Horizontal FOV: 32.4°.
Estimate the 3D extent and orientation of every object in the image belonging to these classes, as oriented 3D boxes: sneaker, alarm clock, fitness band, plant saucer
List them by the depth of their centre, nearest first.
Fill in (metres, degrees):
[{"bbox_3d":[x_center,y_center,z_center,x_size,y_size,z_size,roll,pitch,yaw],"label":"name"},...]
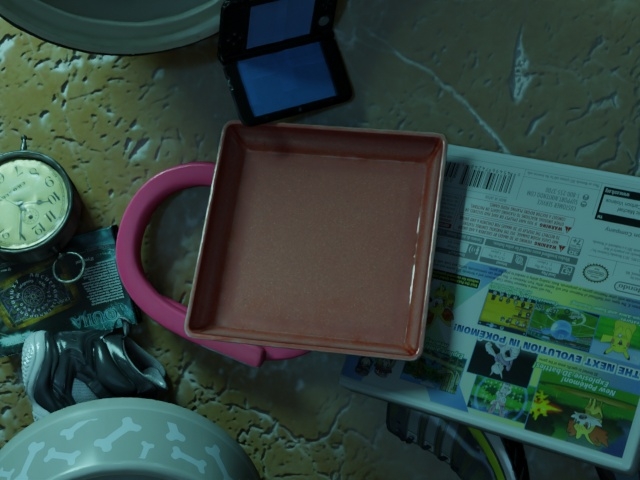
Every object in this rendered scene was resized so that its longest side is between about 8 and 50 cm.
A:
[{"bbox_3d":[0.000,0.000,1.210,0.258,0.048,0.259,5,72,11],"label":"plant saucer"},{"bbox_3d":[0.146,0.211,1.269,0.121,0.111,0.300,-29,83,16],"label":"sneaker"},{"bbox_3d":[-0.099,0.027,1.307,0.290,0.054,0.209,24,95,4],"label":"fitness band"},{"bbox_3d":[-0.342,-0.024,1.310,0.129,0.064,0.192,-36,72,-10],"label":"alarm clock"},{"bbox_3d":[-0.250,0.223,1.318,0.153,0.101,0.269,-15,100,2],"label":"sneaker"}]

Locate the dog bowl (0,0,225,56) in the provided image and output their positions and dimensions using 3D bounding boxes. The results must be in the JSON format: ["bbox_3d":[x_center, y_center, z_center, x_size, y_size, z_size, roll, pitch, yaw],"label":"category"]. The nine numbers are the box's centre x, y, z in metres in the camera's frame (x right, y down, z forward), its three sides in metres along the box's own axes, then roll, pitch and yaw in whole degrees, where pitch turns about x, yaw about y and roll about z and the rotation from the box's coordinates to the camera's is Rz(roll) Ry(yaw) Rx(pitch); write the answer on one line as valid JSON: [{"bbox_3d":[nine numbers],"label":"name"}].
[{"bbox_3d":[-0.207,-0.407,1.145,0.408,0.150,0.408,-10,129,-12],"label":"dog bowl"}]

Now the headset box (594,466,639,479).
[{"bbox_3d":[0.391,0.151,1.205,0.246,0.131,0.283,-24,91,10],"label":"headset box"}]

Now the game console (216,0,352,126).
[{"bbox_3d":[-0.034,-0.212,1.228,0.144,0.124,0.085,-18,57,-22],"label":"game console"}]

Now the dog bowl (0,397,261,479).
[{"bbox_3d":[-0.228,0.355,1.258,0.348,0.102,0.349,-3,114,-8],"label":"dog bowl"}]

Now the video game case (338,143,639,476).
[{"bbox_3d":[0.212,0.057,1.164,0.329,0.036,0.300,13,76,29],"label":"video game case"}]

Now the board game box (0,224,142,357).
[{"bbox_3d":[-0.323,0.063,1.352,0.186,0.026,0.126,-14,93,9],"label":"board game box"}]
